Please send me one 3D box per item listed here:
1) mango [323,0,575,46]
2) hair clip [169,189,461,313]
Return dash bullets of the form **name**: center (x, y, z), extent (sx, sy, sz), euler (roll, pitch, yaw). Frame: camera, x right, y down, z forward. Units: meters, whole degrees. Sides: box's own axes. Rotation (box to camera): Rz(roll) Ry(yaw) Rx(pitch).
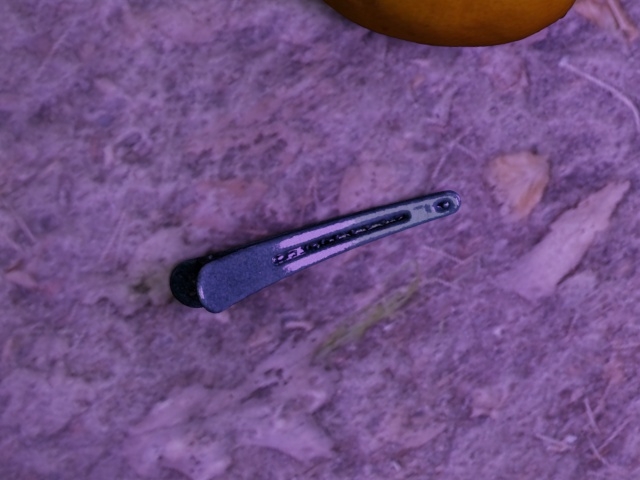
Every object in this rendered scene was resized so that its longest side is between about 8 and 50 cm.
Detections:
- **mango**: center (0.090, -0.216, 1.271), extent (0.227, 0.109, 0.147), euler (5, 121, -18)
- **hair clip**: center (0.000, 0.000, 1.308), extent (0.229, 0.070, 0.039), euler (-21, 100, -20)
